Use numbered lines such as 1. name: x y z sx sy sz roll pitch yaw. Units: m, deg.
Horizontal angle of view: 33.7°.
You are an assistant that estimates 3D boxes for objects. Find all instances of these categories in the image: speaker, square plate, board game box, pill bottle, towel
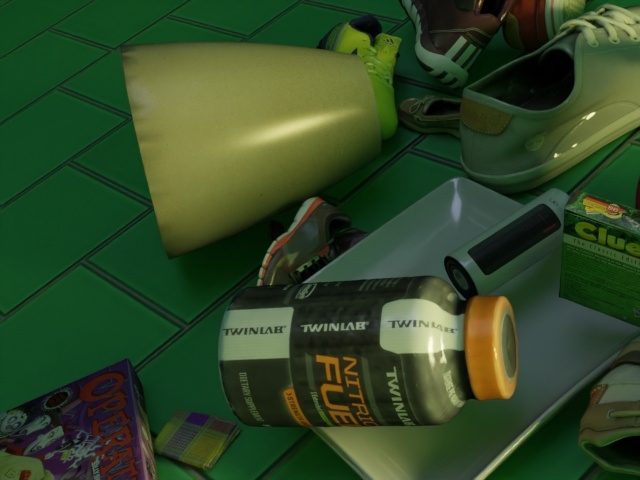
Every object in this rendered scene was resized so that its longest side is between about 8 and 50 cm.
1. speaker: 0.191 0.004 1.038 0.136 0.055 0.055 -31 37 -14
2. square plate: 0.124 0.092 1.046 0.347 0.049 0.344 -35 37 -18
3. board game box: -0.253 0.251 0.991 0.208 0.056 0.347 -20 27 -6
4. pill bottle: 0.045 0.097 0.925 0.246 0.130 0.130 -5 39 22
5. towel: -0.127 0.200 1.064 0.083 0.009 0.060 7 45 35
6. board game box: 0.324 0.048 0.872 0.260 0.136 0.030 22 63 23

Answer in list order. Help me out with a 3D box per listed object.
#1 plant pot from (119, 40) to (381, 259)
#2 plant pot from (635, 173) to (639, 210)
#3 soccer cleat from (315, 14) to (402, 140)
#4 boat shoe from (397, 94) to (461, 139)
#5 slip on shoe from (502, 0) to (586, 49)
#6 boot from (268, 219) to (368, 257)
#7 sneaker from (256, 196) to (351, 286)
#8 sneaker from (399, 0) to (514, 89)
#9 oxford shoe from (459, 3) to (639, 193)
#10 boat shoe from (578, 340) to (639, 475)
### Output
1. plant pot: -0.076 -0.133 1.258 0.274 0.256 0.256 -13 35 -6
2. plant pot: 0.396 -0.037 0.957 0.191 0.191 0.174 -39 37 -23
3. soccer cleat: 0.065 -0.234 1.447 0.121 0.093 0.289 -35 32 11
4. boat shoe: 0.158 -0.166 1.361 0.056 0.048 0.153 -39 40 -23
5. slip on shoe: 0.329 -0.383 1.507 0.101 0.123 0.331 -4 44 29
6. boot: 0.000 0.000 1.235 0.114 0.037 0.106 -20 49 7
7. sneaker: -0.016 0.020 1.168 0.065 0.061 0.158 20 64 21
8. sneaker: 0.201 -0.343 1.472 0.162 0.106 0.281 -46 34 31
9. oxford shoe: 0.344 -0.218 1.271 0.449 0.130 0.169 -33 35 -19
10. boat shoe: 0.338 0.167 0.799 0.302 0.113 0.103 10 49 49
